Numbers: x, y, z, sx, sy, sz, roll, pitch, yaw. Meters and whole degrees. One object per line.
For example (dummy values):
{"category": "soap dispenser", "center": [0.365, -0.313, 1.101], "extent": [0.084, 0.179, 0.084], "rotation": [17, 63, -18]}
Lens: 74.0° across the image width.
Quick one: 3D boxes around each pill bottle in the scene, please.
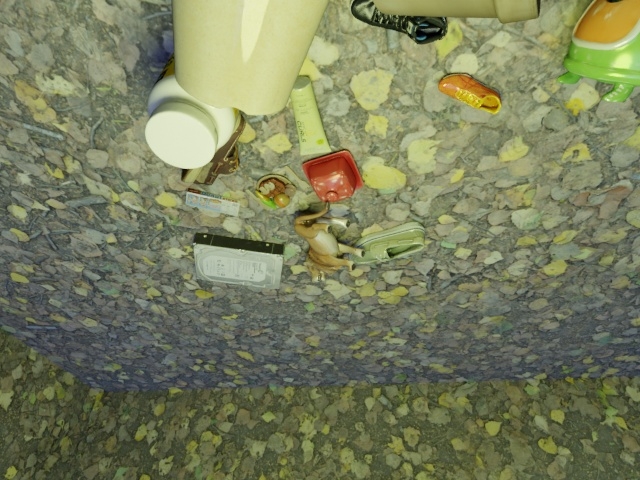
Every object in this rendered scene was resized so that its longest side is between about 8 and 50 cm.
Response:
{"category": "pill bottle", "center": [-0.277, -0.325, 0.970], "extent": [0.188, 0.334, 0.188], "rotation": [2, 139, 2]}

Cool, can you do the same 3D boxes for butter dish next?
{"category": "butter dish", "center": [0.037, -0.169, 1.292], "extent": [0.160, 0.118, 0.160], "rotation": [-13, 136, 19]}

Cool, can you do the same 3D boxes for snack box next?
{"category": "snack box", "center": [-0.364, -0.129, 1.441], "extent": [0.178, 0.022, 0.064], "rotation": [13, 139, -11]}

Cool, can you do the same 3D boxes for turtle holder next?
{"category": "turtle holder", "center": [0.689, -0.416, 0.870], "extent": [0.320, 0.243, 0.227], "rotation": [9, 123, 8]}

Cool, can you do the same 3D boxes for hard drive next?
{"category": "hard drive", "center": [-0.317, 0.088, 1.660], "extent": [0.339, 0.064, 0.237], "rotation": [8, 139, -6]}

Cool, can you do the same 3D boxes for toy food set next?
{"category": "toy food set", "center": [-0.144, -0.158, 1.379], "extent": [0.192, 0.038, 0.132], "rotation": [-26, 131, 30]}

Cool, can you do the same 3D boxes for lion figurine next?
{"category": "lion figurine", "center": [0.000, 0.000, 1.467], "extent": [0.240, 0.142, 0.392], "rotation": [11, 142, 34]}

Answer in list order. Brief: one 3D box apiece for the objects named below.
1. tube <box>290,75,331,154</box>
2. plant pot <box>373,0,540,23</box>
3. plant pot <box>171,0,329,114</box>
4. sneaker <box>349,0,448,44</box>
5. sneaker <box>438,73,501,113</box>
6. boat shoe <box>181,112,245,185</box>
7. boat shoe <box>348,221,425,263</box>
{"category": "tube", "center": [-0.032, -0.327, 1.163], "extent": [0.070, 0.062, 0.240], "rotation": [33, 156, 30]}
{"category": "plant pot", "center": [0.229, -0.536, 0.745], "extent": [0.280, 0.323, 0.323], "rotation": [1, 142, 28]}
{"category": "plant pot", "center": [-0.132, -0.410, 0.749], "extent": [0.334, 0.334, 0.305], "rotation": [14, 128, -11]}
{"category": "sneaker", "center": [0.172, -0.483, 0.915], "extent": [0.217, 0.121, 0.079], "rotation": [5, 138, -2]}
{"category": "sneaker", "center": [0.382, -0.371, 1.072], "extent": [0.175, 0.067, 0.064], "rotation": [13, 140, -8]}
{"category": "boat shoe", "center": [-0.286, -0.250, 1.220], "extent": [0.123, 0.123, 0.342], "rotation": [19, 146, -32]}
{"category": "boat shoe", "center": [0.231, 0.025, 1.521], "extent": [0.302, 0.094, 0.109], "rotation": [-25, 132, 29]}
